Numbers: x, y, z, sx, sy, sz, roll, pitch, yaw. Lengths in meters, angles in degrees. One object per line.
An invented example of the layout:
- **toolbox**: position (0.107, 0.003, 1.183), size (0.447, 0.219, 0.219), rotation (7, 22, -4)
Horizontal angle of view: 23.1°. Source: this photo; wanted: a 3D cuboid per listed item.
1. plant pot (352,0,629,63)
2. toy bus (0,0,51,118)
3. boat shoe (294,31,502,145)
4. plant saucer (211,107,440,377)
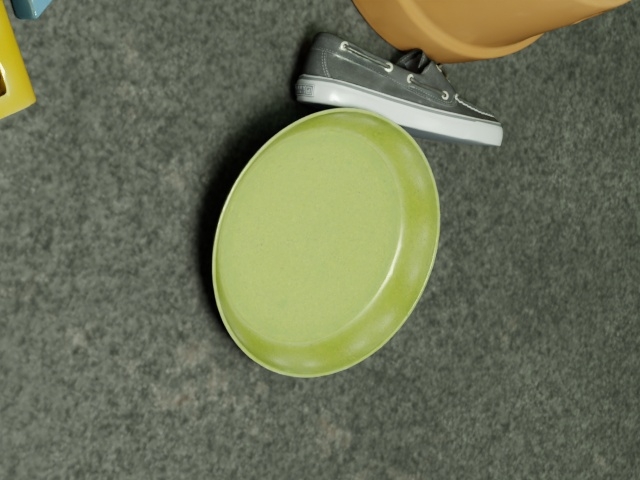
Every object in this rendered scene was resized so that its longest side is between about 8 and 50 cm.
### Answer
- **plant pot**: position (0.179, -0.304, 1.397), size (0.290, 0.203, 0.291), rotation (-5, 97, -39)
- **toy bus**: position (-0.276, -0.169, 1.108), size (0.202, 0.104, 0.191), rotation (26, 78, -38)
- **boat shoe**: position (0.078, -0.138, 1.419), size (0.228, 0.080, 0.076), rotation (12, 89, -31)
- **plant saucer**: position (0.000, 0.000, 1.371), size (0.241, 0.037, 0.241), rotation (-12, 110, -33)
